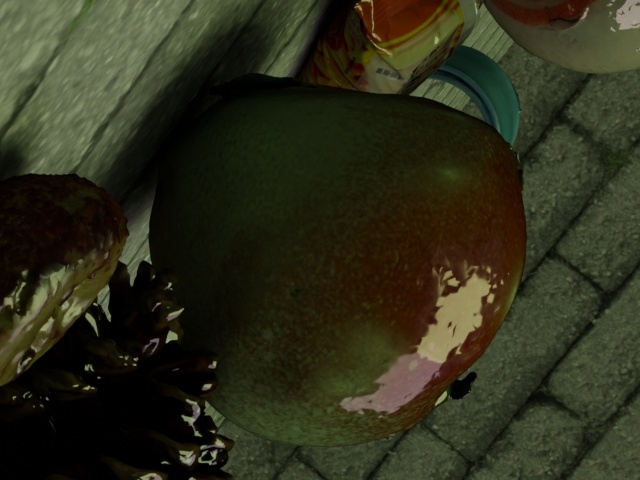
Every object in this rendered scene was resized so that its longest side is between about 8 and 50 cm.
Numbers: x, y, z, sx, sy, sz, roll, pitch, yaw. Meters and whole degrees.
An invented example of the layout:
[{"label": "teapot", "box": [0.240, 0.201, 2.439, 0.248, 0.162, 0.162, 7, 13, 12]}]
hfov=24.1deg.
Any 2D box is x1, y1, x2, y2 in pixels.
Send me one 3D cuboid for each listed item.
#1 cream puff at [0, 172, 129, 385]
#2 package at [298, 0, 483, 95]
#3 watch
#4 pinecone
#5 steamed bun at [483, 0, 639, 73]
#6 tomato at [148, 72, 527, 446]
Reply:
[{"label": "cream puff", "box": [-0.179, 0.020, 0.858, 0.149, 0.084, 0.149, -46, 174, -7]}, {"label": "package", "box": [0.064, -0.184, 1.398, 0.223, 0.108, 0.288, -46, 175, -29]}, {"label": "watch", "box": [0.128, -0.148, 1.686, 0.211, 0.193, 0.211, -51, 177, -4]}, {"label": "pinecone", "box": [-0.173, 0.144, 1.018, 0.243, 0.243, 0.257, 120, -10, -57]}, {"label": "steamed bun", "box": [0.248, -0.294, 1.403, 0.177, 0.283, 0.283, -12, 147, -42]}, {"label": "tomato", "box": [0.000, 0.000, 1.146, 0.303, 0.239, 0.303, -29, -130, 40]}]
